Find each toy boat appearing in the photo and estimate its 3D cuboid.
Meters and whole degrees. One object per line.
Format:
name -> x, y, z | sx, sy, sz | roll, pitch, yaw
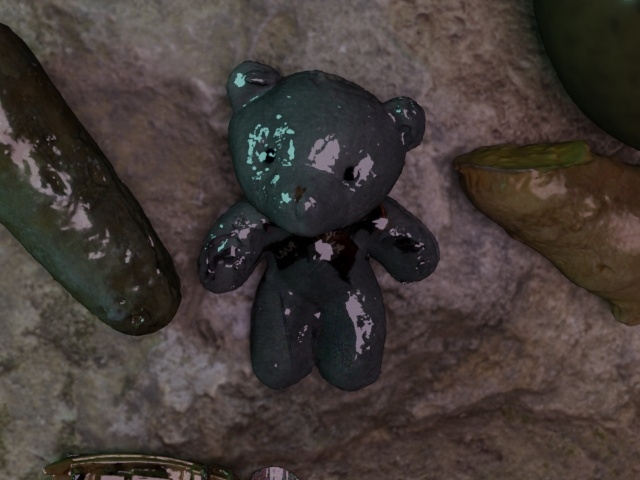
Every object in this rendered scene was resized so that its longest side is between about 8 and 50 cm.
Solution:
toy boat -> -0.182, 0.255, 1.197 | 0.206, 0.072, 0.065 | 6, 93, -12

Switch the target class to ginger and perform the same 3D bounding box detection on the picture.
ginger -> 0.303, -0.024, 1.235 | 0.354, 0.126, 0.190 | 23, 102, -9

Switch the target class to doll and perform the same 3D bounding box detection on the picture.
doll -> 0.000, -0.001, 1.159 | 0.245, 0.158, 0.341 | 5, 98, 1

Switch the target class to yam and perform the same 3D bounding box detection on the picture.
yam -> -0.251, -0.044, 1.130 | 0.133, 0.133, 0.330 | -39, 106, -4

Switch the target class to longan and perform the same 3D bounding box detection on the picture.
longan -> 0.349, -0.251, 1.149 | 0.288, 0.288, 0.350 | -20, 88, -8

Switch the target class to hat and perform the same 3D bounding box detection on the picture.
hat -> -0.051, 0.288, 1.246 | 0.058, 0.042, 0.087 | 1, 62, -14
